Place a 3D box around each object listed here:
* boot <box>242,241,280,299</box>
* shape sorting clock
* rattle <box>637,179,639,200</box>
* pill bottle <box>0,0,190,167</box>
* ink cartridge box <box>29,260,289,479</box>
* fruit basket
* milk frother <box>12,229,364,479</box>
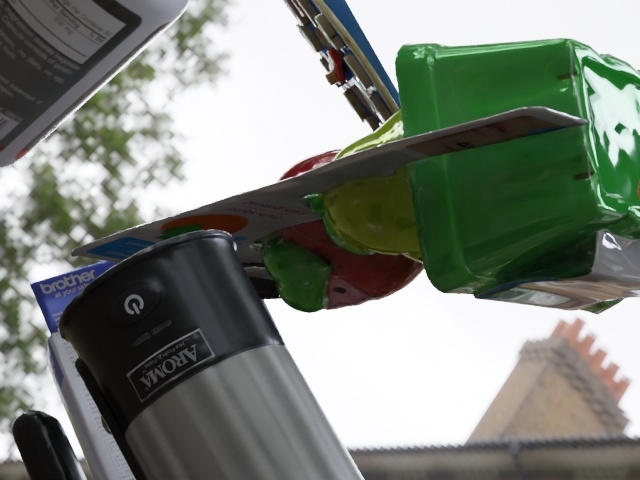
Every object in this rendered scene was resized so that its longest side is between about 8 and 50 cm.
[{"bbox_3d":[0.001,0.001,1.373,0.178,0.236,0.085,145,-68,-83],"label":"boot"},{"bbox_3d":[0.024,-0.155,1.460,0.206,0.040,0.206,58,-4,6],"label":"shape sorting clock"},{"bbox_3d":[0.183,-0.118,0.685,0.142,0.200,0.130,63,-16,-10],"label":"rattle"},{"bbox_3d":[-0.204,-0.201,1.271,0.283,0.161,0.161,-39,-75,21],"label":"pill bottle"},{"bbox_3d":[-0.102,0.149,1.323,0.311,0.186,0.065,64,-21,22],"label":"ink cartridge box"},{"bbox_3d":[0.072,-0.006,1.072,0.353,0.165,0.327,-23,-19,32],"label":"fruit basket"},{"bbox_3d":[-0.044,0.086,0.696,0.129,0.143,0.134,-37,-109,22],"label":"milk frother"}]
